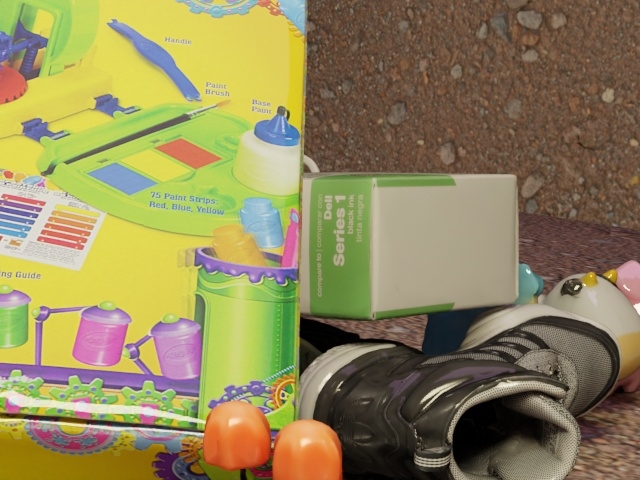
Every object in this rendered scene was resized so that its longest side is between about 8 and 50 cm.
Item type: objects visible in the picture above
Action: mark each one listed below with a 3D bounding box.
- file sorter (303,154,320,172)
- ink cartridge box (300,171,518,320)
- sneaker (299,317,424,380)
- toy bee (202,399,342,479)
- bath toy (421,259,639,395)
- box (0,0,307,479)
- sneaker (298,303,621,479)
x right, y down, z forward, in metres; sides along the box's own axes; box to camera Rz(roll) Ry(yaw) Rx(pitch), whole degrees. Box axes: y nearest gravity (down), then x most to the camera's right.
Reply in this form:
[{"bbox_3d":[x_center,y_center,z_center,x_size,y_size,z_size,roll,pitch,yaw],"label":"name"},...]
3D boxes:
[{"bbox_3d":[-0.154,-0.036,1.235,0.193,0.173,0.278,3,-17,34],"label":"file sorter"},{"bbox_3d":[0.000,0.000,1.081,0.219,0.092,0.160,3,4,40],"label":"ink cartridge box"},{"bbox_3d":[-0.039,0.093,1.065,0.130,0.087,0.227,8,4,36],"label":"sneaker"},{"bbox_3d":[0.009,0.129,0.488,0.195,0.162,0.298,9,8,14],"label":"toy bee"},{"bbox_3d":[0.233,0.065,1.311,0.151,0.129,0.348,10,8,39],"label":"bath toy"},{"bbox_3d":[-0.158,0.011,0.703,0.290,0.177,0.279,5,49,-4],"label":"box"},{"bbox_3d":[0.126,0.109,1.007,0.268,0.101,0.153,-7,14,-36],"label":"sneaker"}]
